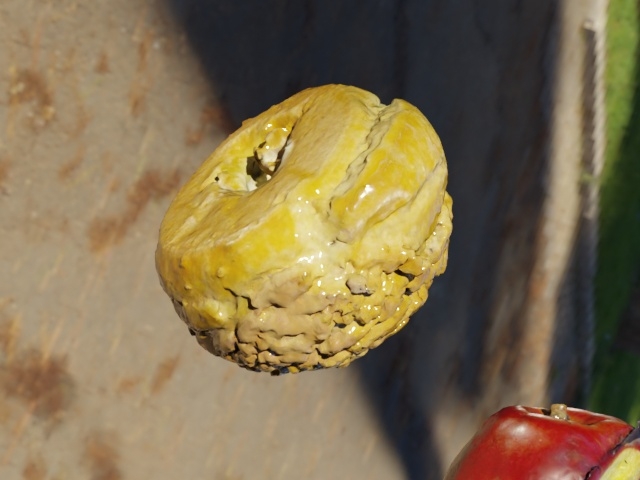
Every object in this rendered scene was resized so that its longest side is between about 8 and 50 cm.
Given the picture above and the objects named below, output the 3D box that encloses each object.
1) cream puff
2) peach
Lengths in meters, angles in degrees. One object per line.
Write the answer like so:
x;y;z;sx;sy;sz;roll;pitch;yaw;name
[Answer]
0.000;0.000;1.465;0.231;0.343;0.327;53;29;-24;cream puff
0.253;0.360;1.797;0.257;0.201;0.362;-6;116;-52;peach
